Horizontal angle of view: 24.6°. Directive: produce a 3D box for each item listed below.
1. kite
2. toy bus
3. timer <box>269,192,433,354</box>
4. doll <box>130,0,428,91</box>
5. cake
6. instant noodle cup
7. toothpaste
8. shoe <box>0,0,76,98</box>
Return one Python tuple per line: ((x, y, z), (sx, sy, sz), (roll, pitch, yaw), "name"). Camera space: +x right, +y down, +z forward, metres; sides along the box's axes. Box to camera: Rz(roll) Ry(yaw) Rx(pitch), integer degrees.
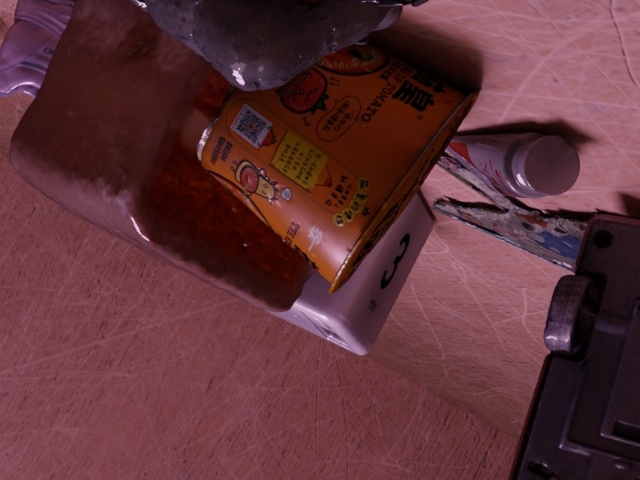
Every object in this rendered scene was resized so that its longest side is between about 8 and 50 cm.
((0.241, -0.012, 1.567), (0.368, 0.014, 0.406), (32, 171, -24), "kite")
((0.284, 0.209, 1.346), (0.203, 0.427, 0.233), (15, 171, 19), "toy bus")
((0.000, 0.000, 1.761), (0.194, 0.195, 0.192), (23, 170, 19), "timer")
((-0.048, -0.178, 0.905), (0.246, 0.158, 0.340), (11, 178, 1), "doll")
((-0.126, -0.091, 1.512), (0.230, 0.237, 0.309), (23, 173, 45), "cake")
((0.008, -0.086, 1.270), (0.172, 0.216, 0.216), (36, 172, 5), "instant noodle cup")
((0.172, -0.069, 1.343), (0.089, 0.057, 0.234), (41, 176, -10), "toothpaste")
((-0.260, -0.180, 1.691), (0.245, 0.137, 0.095), (30, 175, -13), "shoe")
